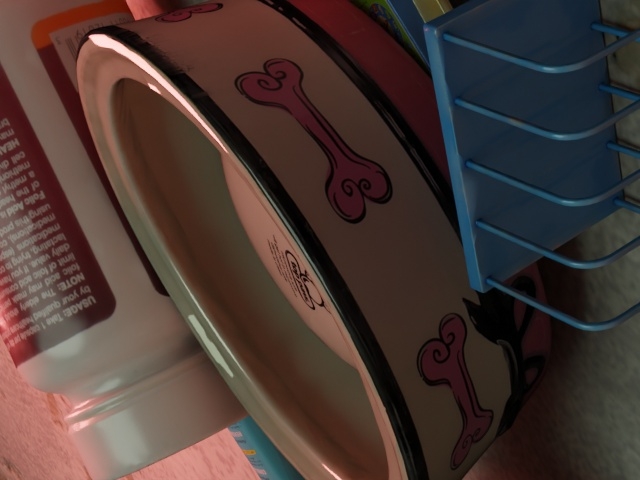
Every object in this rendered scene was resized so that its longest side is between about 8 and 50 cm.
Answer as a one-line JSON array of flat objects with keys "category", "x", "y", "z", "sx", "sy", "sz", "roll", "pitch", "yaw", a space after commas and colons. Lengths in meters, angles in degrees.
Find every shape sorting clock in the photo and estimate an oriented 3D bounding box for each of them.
[{"category": "shape sorting clock", "x": 0.054, "y": -0.129, "z": 1.157, "sx": 0.206, "sy": 0.040, "sz": 0.206, "roll": 51, "pitch": 163, "yaw": 22}]

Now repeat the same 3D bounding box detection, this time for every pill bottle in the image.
[{"category": "pill bottle", "x": -0.192, "y": -0.008, "z": 1.493, "sx": 0.392, "sy": 0.224, "sz": 0.224, "roll": 64, "pitch": 156, "yaw": 1}]

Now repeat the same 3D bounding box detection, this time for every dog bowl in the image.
[{"category": "dog bowl", "x": 0.000, "y": 0.000, "z": 1.213, "sx": 0.408, "sy": 0.150, "sz": 0.408, "roll": 50, "pitch": 162, "yaw": 24}]

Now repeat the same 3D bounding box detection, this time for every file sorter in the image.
[{"category": "file sorter", "x": 0.146, "y": -0.055, "z": 0.961, "sx": 0.104, "sy": 0.118, "sz": 0.170, "roll": 26, "pitch": 138, "yaw": 48}]

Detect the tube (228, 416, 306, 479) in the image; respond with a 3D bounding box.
[{"category": "tube", "x": -0.047, "y": 0.216, "z": 1.729, "sx": 0.207, "sy": 0.052, "sz": 0.080, "roll": 62, "pitch": 167, "yaw": -14}]
